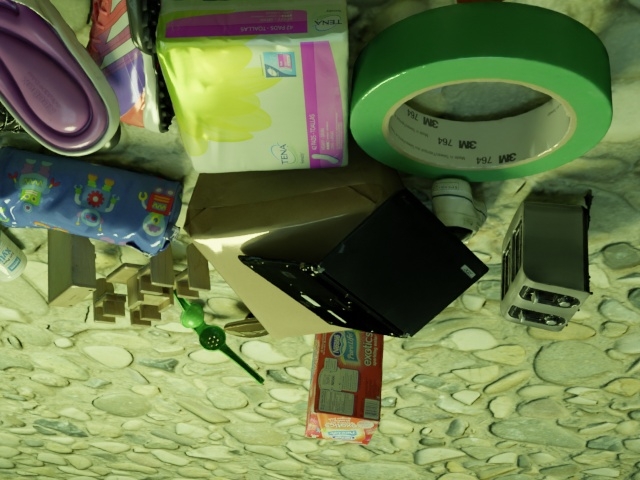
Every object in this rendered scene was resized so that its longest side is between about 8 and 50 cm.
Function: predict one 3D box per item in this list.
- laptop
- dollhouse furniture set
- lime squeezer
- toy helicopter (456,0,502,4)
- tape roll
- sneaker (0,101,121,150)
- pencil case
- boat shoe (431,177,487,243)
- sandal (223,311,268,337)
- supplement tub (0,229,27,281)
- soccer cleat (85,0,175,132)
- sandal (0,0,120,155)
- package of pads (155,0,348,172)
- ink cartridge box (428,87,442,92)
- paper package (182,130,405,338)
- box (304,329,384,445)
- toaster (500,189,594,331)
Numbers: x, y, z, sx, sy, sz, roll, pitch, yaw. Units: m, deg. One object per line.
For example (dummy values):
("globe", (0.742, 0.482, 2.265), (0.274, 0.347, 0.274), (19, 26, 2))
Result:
("laptop", (0.061, 0.035, 1.165), (0.264, 0.136, 0.234), (5, 153, 47))
("dollhouse furniture set", (-0.355, 0.039, 1.435), (0.242, 0.161, 0.212), (12, 149, -40))
("lime squeezer", (-0.239, 0.179, 1.621), (0.310, 0.059, 0.110), (51, 174, -15))
("toy helicopter", (0.252, -0.313, 0.806), (0.355, 0.140, 0.235), (10, 169, 14))
("tape roll", (0.199, -0.173, 1.009), (0.321, 0.077, 0.321), (4, 160, 2))
("sneaker", (-0.410, -0.189, 1.097), (0.286, 0.130, 0.109), (30, 137, -32))
("pencil case", (-0.372, -0.059, 1.279), (0.306, 0.133, 0.119), (12, 174, -8))
("boat shoe", (0.203, -0.031, 1.217), (0.083, 0.075, 0.226), (2, 169, 22))
("sandal", (-0.110, 0.155, 1.624), (0.180, 0.049, 0.072), (-20, 146, 10))
("supplement tub", (-0.603, 0.021, 1.477), (0.071, 0.071, 0.107), (-6, 144, 17))
("soccer cleat", (-0.249, -0.259, 0.999), (0.117, 0.108, 0.318), (11, 147, 2))
("sandal", (-0.405, -0.262, 0.932), (0.416, 0.102, 0.169), (42, 109, -19))
("package of pads", (-0.079, -0.194, 1.018), (0.229, 0.101, 0.296), (-2, 153, 1))
("ink cartridge box", (0.123, -0.226, 1.052), (0.083, 0.028, 0.048), (8, 145, -4))
("paper package", (0.000, 0.000, 1.276), (0.310, 0.168, 0.325), (-8, 142, 20))
("box", (0.048, 0.251, 1.547), (0.128, 0.256, 0.122), (9, 143, -5))
("toaster", (0.360, 0.033, 1.276), (0.110, 0.185, 0.168), (8, 153, 2))
